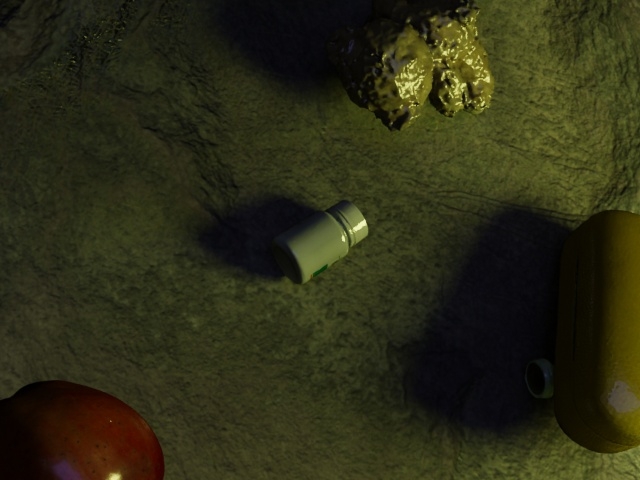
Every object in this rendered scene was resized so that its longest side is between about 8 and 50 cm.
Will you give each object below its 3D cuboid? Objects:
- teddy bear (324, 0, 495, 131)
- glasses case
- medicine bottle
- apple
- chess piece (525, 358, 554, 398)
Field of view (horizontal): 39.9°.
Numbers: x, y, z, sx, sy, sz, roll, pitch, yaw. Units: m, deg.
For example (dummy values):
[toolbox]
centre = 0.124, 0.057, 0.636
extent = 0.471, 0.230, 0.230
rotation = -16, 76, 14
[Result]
[teddy bear]
centre = 0.139, -0.288, 1.386
extent = 0.256, 0.156, 0.267
rotation = -37, 83, -20
[glasses case]
centre = 0.447, 0.124, 1.274
extent = 0.173, 0.141, 0.371
rotation = 22, 55, -11
[medicine bottle]
centre = 0.000, 0.000, 1.288
extent = 0.130, 0.080, 0.080
rotation = -32, 80, -21
[apple]
centre = -0.311, 0.279, 1.047
extent = 0.234, 0.234, 0.234
rotation = 4, 70, -11
[chess piece]
centre = 0.384, 0.203, 1.316
extent = 0.149, 0.059, 0.059
rotation = -1, 71, -17
